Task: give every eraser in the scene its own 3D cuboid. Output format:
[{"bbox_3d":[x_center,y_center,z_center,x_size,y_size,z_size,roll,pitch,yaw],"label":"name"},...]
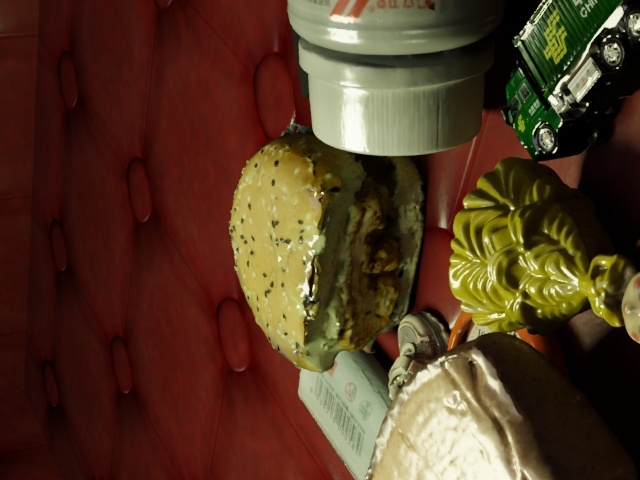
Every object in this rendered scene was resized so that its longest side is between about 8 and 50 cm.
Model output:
[{"bbox_3d":[0.054,0.246,1.673,0.227,0.081,0.174,50,143,43],"label":"eraser"}]

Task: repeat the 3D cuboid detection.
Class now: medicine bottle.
[{"bbox_3d":[0.085,-0.270,1.292,0.245,0.245,0.306,35,135,53],"label":"medicine bottle"}]

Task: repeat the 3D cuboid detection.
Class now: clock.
[{"bbox_3d":[0.222,0.162,1.365,0.205,0.051,0.205,19,113,57],"label":"clock"}]

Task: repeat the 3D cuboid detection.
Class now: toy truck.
[{"bbox_3d":[0.273,-0.193,1.134,0.121,0.088,0.259,65,147,25],"label":"toy truck"}]

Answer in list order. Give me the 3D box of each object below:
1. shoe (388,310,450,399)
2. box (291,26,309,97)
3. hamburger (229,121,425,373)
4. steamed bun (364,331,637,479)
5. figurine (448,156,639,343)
[{"bbox_3d":[0.129,0.182,1.500,0.180,0.092,0.089,67,150,24],"label":"shoe"},{"bbox_3d":[-0.001,-0.282,1.683,0.126,0.027,0.125,-22,76,63],"label":"box"},{"bbox_3d":[0.000,0.000,1.586,0.277,0.195,0.318,34,125,52],"label":"hamburger"},{"bbox_3d":[0.199,0.249,1.216,0.251,0.199,0.301,57,137,34],"label":"steamed bun"},{"bbox_3d":[0.277,0.040,1.101,0.315,0.168,0.187,25,93,59],"label":"figurine"}]
